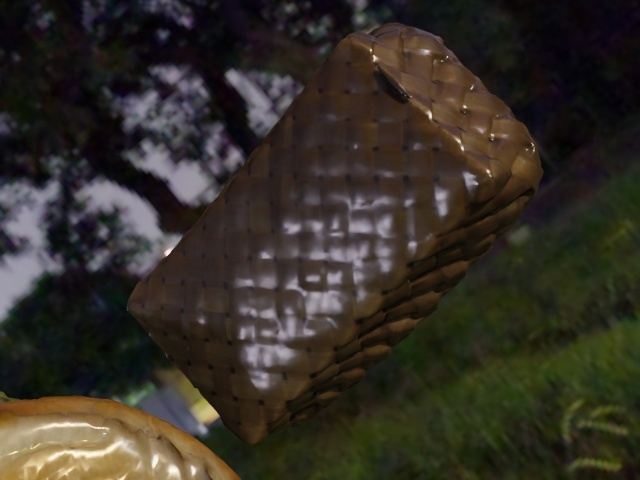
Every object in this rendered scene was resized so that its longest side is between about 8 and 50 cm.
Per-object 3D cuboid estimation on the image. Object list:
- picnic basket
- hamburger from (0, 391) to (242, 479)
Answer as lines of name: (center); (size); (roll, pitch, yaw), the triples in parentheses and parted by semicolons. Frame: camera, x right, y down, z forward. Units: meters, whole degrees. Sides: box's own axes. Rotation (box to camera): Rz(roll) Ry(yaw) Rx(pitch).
picnic basket: (0.000, 0.000, 0.620); (0.193, 0.110, 0.055); (-48, -15, 24)
hamburger: (-0.135, 0.185, 0.614); (0.243, 0.286, 0.146); (-64, 9, -16)
